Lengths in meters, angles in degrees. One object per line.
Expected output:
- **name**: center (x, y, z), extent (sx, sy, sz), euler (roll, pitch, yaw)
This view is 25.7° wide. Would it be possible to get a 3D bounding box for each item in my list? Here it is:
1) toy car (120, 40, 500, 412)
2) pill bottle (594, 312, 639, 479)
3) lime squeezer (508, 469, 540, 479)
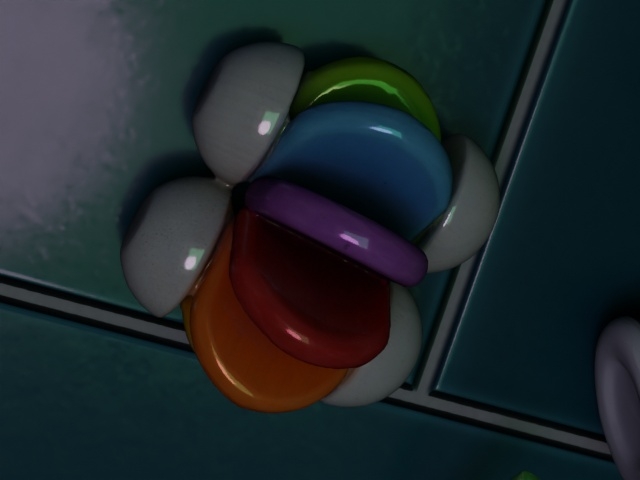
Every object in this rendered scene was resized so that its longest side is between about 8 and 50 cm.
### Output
- **toy car**: center (0.000, 0.000, 0.677), extent (0.159, 0.136, 0.182), euler (28, 98, -14)
- **pill bottle**: center (0.249, 0.076, 0.754), extent (0.184, 0.103, 0.103), euler (-11, 105, -6)
- **lime squeezer**: center (0.007, 0.235, 0.753), extent (0.059, 0.110, 0.310), euler (35, 92, 2)
